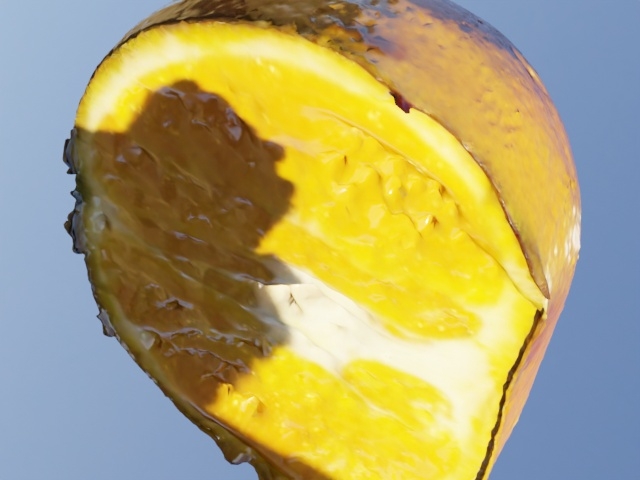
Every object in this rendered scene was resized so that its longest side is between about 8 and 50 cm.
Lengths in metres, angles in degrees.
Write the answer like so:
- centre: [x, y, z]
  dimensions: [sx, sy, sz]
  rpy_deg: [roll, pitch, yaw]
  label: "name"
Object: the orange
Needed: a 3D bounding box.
- centre: [0.004, -0.001, 0.905]
  dimensions: [0.310, 0.274, 0.274]
  rpy_deg: [44, 63, -69]
  label: "orange"
